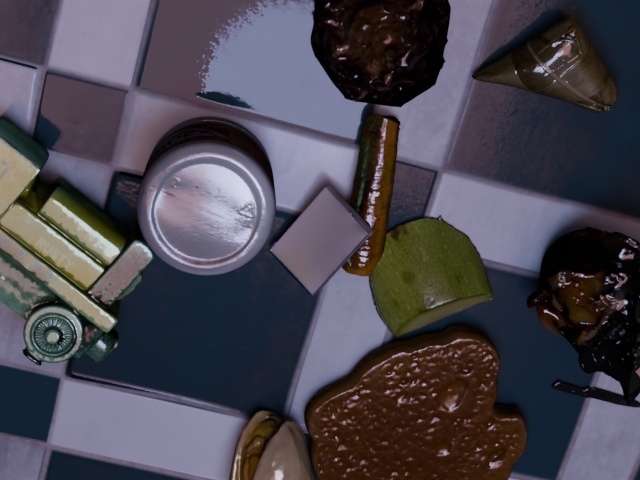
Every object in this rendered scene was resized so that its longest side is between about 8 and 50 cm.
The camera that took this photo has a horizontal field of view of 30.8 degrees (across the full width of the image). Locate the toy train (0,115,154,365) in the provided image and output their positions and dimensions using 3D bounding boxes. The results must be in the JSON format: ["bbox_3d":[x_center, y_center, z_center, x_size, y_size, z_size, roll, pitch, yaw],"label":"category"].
[{"bbox_3d":[-0.435,0.008,1.758,0.397,0.160,0.253,41,95,-15],"label":"toy train"}]

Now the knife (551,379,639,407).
[{"bbox_3d":[0.474,0.263,1.979,0.170,0.010,0.023,15,113,-11],"label":"knife"}]

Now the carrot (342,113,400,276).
[{"bbox_3d":[0.078,-0.071,1.809,0.070,0.070,0.260,6,106,-6],"label":"carrot"}]

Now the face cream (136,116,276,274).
[{"bbox_3d":[-0.167,-0.069,1.726,0.201,0.187,0.201,-1,109,-3],"label":"face cream"}]

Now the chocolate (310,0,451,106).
[{"bbox_3d":[0.093,-0.293,1.674,0.206,0.177,0.224,8,107,-7],"label":"chocolate"}]

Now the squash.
[{"bbox_3d":[0.170,0.063,1.850,0.192,0.085,0.184,-24,110,3],"label":"squash"}]

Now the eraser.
[{"bbox_3d":[0.000,0.000,1.811,0.104,0.023,0.150,47,116,9],"label":"eraser"}]

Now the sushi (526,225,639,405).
[{"bbox_3d":[0.443,0.082,1.799,0.212,0.227,0.215,35,103,-15],"label":"sushi"}]

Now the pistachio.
[{"bbox_3d":[-0.075,0.399,1.921,0.157,0.157,0.229,-1,100,-4],"label":"pistachio"}]

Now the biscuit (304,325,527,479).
[{"bbox_3d":[0.168,0.310,1.942,0.359,0.074,0.381,32,102,-15],"label":"biscuit"}]

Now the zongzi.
[{"bbox_3d":[0.348,-0.235,1.768,0.176,0.078,0.160,-32,109,18],"label":"zongzi"}]
